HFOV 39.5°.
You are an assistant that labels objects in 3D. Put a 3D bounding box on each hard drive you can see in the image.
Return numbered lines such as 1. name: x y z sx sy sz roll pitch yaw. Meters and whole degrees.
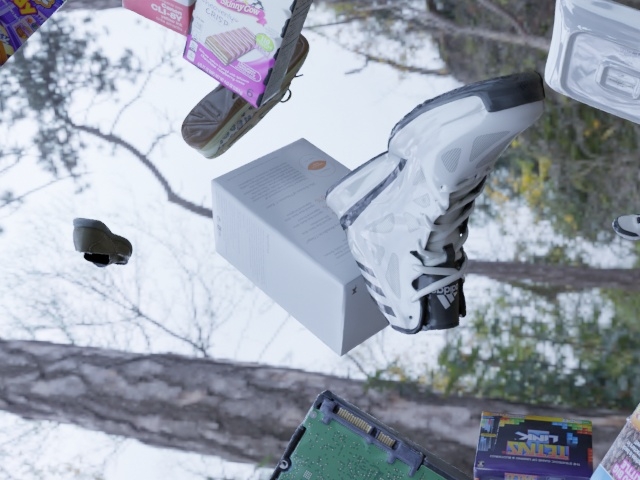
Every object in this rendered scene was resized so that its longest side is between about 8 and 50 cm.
1. hard drive: 0.018 0.383 1.070 0.338 0.237 0.064 -61 -10 4

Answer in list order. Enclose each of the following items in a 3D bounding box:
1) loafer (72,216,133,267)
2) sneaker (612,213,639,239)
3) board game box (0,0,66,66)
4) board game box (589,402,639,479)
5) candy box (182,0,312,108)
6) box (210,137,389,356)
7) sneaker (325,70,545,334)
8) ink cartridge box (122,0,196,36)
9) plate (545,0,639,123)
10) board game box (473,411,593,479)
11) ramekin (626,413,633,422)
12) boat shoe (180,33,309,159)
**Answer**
1. loafer: -0.502 0.020 2.024 0.251 0.094 0.087 57 -139 -70
2. sneaker: 0.463 -0.027 1.245 0.043 0.109 0.040 92 176 -57
3. board game box: -0.674 -0.484 1.623 0.347 0.078 0.233 44 -121 -22
4. board game box: 0.478 0.237 1.012 0.291 0.141 0.232 -60 10 8
5. candy box: -0.113 -0.339 1.378 0.071 0.159 0.233 -49 -10 -41
6. box: 0.000 0.000 1.537 0.215 0.345 0.168 -29 -41 -31
7. sneaker: 0.177 -0.026 1.164 0.169 0.447 0.257 -15 -102 -27
8. ink cartridge box: -0.236 -0.617 1.651 0.279 0.160 0.384 -59 -7 -29
9. plate: 0.499 -0.275 1.457 0.045 0.277 0.278 -59 -19 -15
10. board game box: 0.322 0.323 1.346 0.141 0.170 0.048 -60 -31 -62
11. ramekin: 0.618 0.315 1.455 0.207 0.207 0.109 10 -119 -66
12. boat shoe: -0.129 -0.265 1.622 0.104 0.285 0.089 51 -176 28
